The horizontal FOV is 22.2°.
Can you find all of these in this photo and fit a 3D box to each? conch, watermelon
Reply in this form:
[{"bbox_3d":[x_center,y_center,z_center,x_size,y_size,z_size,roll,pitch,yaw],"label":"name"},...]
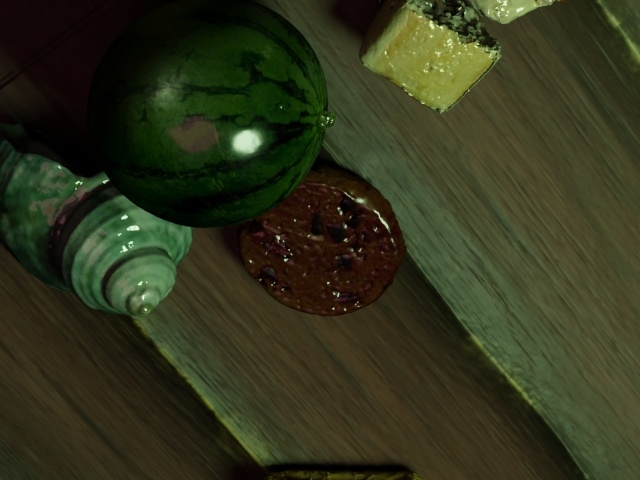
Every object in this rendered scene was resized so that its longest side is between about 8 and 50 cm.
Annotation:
[{"bbox_3d":[-0.243,-0.015,1.763,0.195,0.277,0.220,-34,148,-1],"label":"conch"},{"bbox_3d":[-0.111,-0.128,1.636,0.242,0.242,0.242,4,121,7],"label":"watermelon"}]

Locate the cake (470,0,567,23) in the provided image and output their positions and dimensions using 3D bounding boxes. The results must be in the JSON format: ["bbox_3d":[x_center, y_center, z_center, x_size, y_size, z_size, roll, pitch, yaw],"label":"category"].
[{"bbox_3d":[0.157,-0.303,1.560,0.086,0.117,0.220,-29,113,30],"label":"cake"}]

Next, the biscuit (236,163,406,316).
[{"bbox_3d":[0.000,0.000,1.806,0.192,0.049,0.192,3,126,4],"label":"biscuit"}]

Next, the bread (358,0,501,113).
[{"bbox_3d":[0.107,-0.202,1.651,0.125,0.082,0.106,30,131,-19],"label":"bread"}]

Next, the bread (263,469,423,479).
[{"bbox_3d":[0.027,0.330,1.971,0.210,0.083,0.114,0,115,10],"label":"bread"}]
